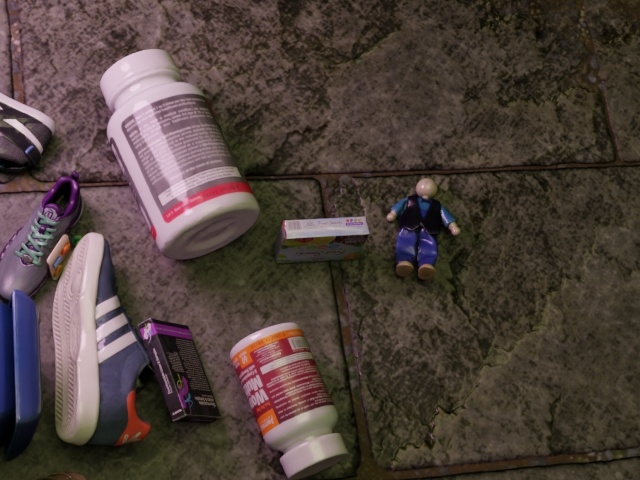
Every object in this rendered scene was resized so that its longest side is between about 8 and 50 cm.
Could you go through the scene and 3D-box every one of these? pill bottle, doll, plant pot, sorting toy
[{"bbox_3d":[-0.046,0.248,1.973,0.121,0.121,0.221,-17,71,-20],"label":"pill bottle"},{"bbox_3d":[-0.238,-0.144,2.073,0.176,0.176,0.318,-20,73,-21],"label":"pill bottle"},{"bbox_3d":[0.176,-0.024,2.189,0.129,0.046,0.189,8,58,1],"label":"doll"},{"bbox_3d":[-0.513,0.197,1.830,0.212,0.236,0.236,1,65,-19],"label":"plant pot"},{"bbox_3d":[-0.403,0.017,2.025,0.012,0.062,0.083,23,63,12],"label":"sorting toy"}]

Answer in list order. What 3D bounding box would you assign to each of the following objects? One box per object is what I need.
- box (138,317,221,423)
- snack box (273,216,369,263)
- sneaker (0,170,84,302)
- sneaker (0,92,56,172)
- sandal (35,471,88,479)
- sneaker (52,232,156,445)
[{"bbox_3d":[-0.215,0.202,1.963,0.029,0.116,0.162,-29,70,16],"label":"box"},{"bbox_3d":[0.000,0.000,2.106,0.141,0.100,0.037,-3,66,-14],"label":"snack box"},{"bbox_3d":[-0.445,-0.010,2.007,0.083,0.098,0.223,25,63,-1],"label":"sneaker"},{"bbox_3d":[-0.550,-0.184,2.070,0.217,0.079,0.121,23,62,-4],"label":"sneaker"},{"bbox_3d":[-0.357,0.386,1.858,0.303,0.120,0.086,3,38,-14],"label":"sandal"},{"bbox_3d":[-0.321,0.155,1.962,0.148,0.131,0.350,14,57,-30],"label":"sneaker"}]
